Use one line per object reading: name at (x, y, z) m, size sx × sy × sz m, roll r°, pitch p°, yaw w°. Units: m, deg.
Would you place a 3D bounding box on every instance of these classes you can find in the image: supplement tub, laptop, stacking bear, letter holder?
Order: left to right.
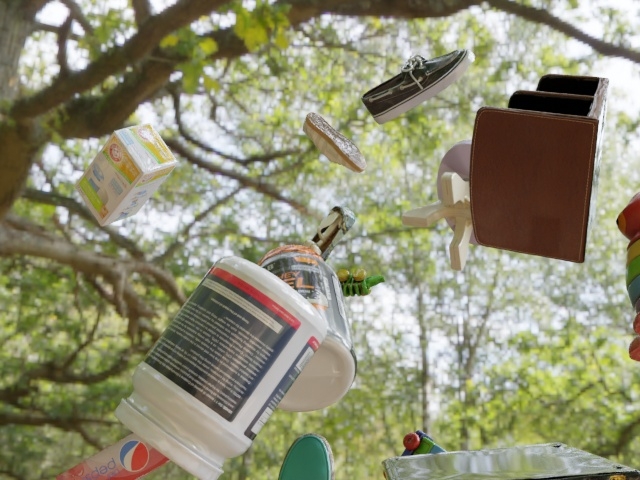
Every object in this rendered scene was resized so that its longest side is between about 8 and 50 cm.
supplement tub at (-0.136, 0.175, 1.270) m, size 0.191 × 0.272 × 0.191 m, roll 34°, pitch -13°, yaw 9°
supplement tub at (-0.044, 0.154, 1.731) m, size 0.194 × 0.316 × 0.193 m, roll -4°, pitch -58°, yaw -6°
letter holder at (0.388, -0.134, 1.651) m, size 0.215 × 0.152 × 0.301 m, roll 9°, pitch -50°, yaw 20°
laptop at (0.295, 0.384, 1.130) m, size 0.408 × 0.236 × 0.382 m, roll -5°, pitch -9°, yaw 1°
stacking bear at (0.592, 0.039, 1.580) m, size 0.164 × 0.288 × 0.175 m, roll -7°, pitch -32°, yaw 9°

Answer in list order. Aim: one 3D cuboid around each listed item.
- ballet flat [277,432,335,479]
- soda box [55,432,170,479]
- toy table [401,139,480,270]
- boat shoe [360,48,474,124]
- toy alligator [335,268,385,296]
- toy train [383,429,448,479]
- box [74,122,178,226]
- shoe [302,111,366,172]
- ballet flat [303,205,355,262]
ballet flat at (-0.022, 0.538, 1.707) m, size 0.116 × 0.342 × 0.124 m, roll -6°, pitch -26°, yaw 13°
soda box at (-0.420, 0.475, 1.951) m, size 0.263 × 0.092 × 0.083 m, roll -30°, pitch -11°, yaw 3°
toy table at (0.335, -0.079, 2.163) m, size 0.252 × 0.161 × 0.274 m, roll -5°, pitch -62°, yaw 35°
boat shoe at (0.244, -0.419, 2.354) m, size 0.306 × 0.113 × 0.105 m, roll -28°, pitch -66°, yaw 27°
toy alligator at (0.043, 0.098, 1.949) m, size 0.190 × 0.051 × 0.056 m, roll -3°, pitch -51°, yaw 21°
toy train at (0.220, 0.586, 2.160) m, size 0.143 × 0.248 × 0.105 m, roll 26°, pitch -11°, yaw 43°
box at (-0.409, -0.139, 1.928) m, size 0.103 × 0.114 × 0.203 m, roll -26°, pitch -12°, yaw -50°
shoe at (0.035, -0.254, 2.468) m, size 0.077 × 0.219 × 0.058 m, roll -30°, pitch -19°, yaw -50°
ballet flat at (0.000, 0.000, 2.005) m, size 0.070 × 0.188 × 0.070 m, roll 35°, pitch -5°, yaw 4°
